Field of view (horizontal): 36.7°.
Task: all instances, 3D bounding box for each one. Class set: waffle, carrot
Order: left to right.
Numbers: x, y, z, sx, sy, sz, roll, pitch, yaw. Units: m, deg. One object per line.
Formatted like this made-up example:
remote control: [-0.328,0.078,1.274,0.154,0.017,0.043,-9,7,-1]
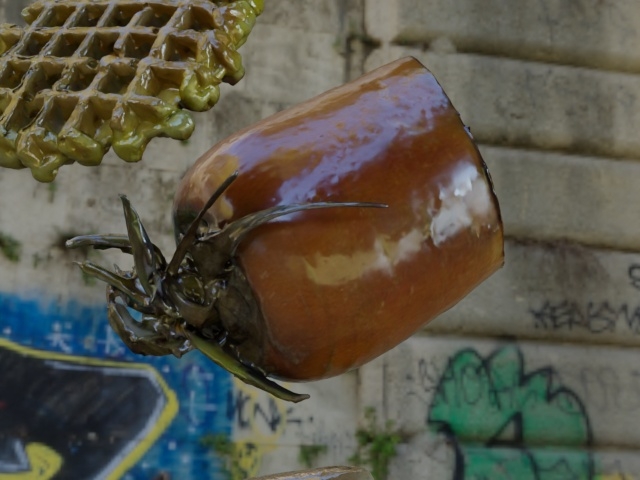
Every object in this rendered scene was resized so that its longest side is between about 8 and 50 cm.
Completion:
waffle: [-0.121,-0.111,0.568,0.191,0.191,0.038,-4,-41,20]
carrot: [0.000,0.000,0.708,0.331,0.193,0.214,-26,17,-18]

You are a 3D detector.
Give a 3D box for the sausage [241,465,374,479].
sausage: [-0.091,0.238,0.807,0.301,0.065,0.066,-18,-22,19]
